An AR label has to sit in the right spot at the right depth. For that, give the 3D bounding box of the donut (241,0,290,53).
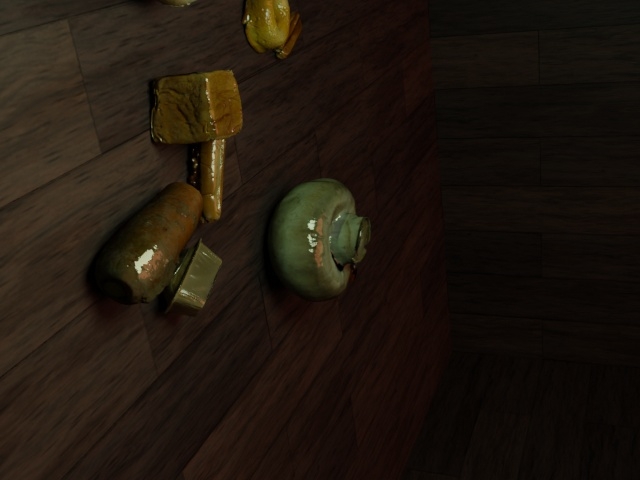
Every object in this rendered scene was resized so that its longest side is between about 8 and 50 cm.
[{"bbox_3d":[-0.132,-0.584,1.961,0.174,0.074,0.190,44,52,-61],"label":"donut"}]

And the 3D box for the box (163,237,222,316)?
[{"bbox_3d":[-0.283,0.082,1.628,0.111,0.111,0.177,68,32,-45],"label":"box"}]

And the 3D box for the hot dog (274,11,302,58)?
[{"bbox_3d":[-0.090,-0.572,2.102,0.071,0.045,0.165,66,34,-44],"label":"hot dog"}]

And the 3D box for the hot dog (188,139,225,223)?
[{"bbox_3d":[-0.256,-0.162,1.702,0.102,0.076,0.249,-172,-94,-75],"label":"hot dog"}]

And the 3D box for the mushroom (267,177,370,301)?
[{"bbox_3d":[0.000,0.000,2.097,0.352,0.260,0.353,6,90,-72],"label":"mushroom"}]

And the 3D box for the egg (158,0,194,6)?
[{"bbox_3d":[-0.288,-0.567,1.426,0.244,0.201,0.201,46,50,-45],"label":"egg"}]

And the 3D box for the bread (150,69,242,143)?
[{"bbox_3d":[-0.259,-0.281,1.580,0.149,0.158,0.143,-29,120,-59],"label":"bread"}]

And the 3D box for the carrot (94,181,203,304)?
[{"bbox_3d":[-0.327,-0.003,1.481,0.302,0.138,0.139,-71,153,-49],"label":"carrot"}]

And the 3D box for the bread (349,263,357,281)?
[{"bbox_3d":[0.078,0.061,2.529,0.269,0.095,0.140,61,37,-75],"label":"bread"}]
